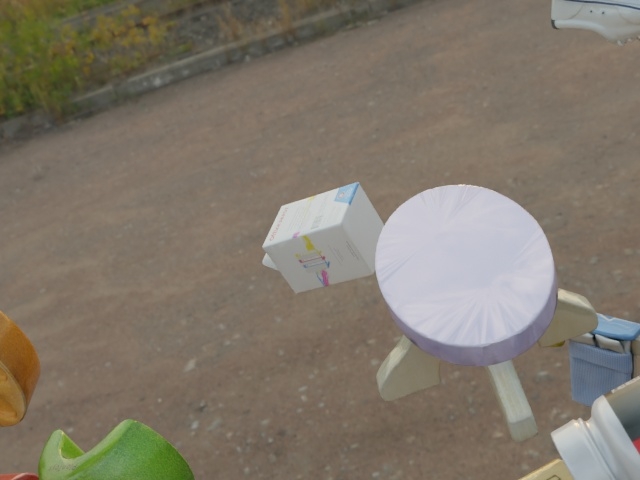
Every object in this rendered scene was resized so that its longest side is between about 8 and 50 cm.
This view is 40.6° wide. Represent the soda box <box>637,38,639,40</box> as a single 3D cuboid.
[{"bbox_3d":[0.532,-0.468,1.596,0.098,0.286,0.091,-58,7,16],"label":"soda box"}]

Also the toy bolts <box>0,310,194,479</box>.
[{"bbox_3d":[-0.230,0.161,0.505,0.228,0.218,0.158,-20,29,39],"label":"toy bolts"}]

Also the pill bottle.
[{"bbox_3d":[0.464,0.250,1.139,0.283,0.161,0.161,-31,21,10],"label":"pill bottle"}]

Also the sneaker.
[{"bbox_3d":[0.482,-0.348,1.327,0.258,0.091,0.094,16,38,22],"label":"sneaker"}]

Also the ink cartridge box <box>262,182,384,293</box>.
[{"bbox_3d":[0.000,0.000,1.149,0.143,0.090,0.092,-16,33,32],"label":"ink cartridge box"}]

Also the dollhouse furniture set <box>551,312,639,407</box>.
[{"bbox_3d":[0.534,0.317,1.580,0.303,0.286,0.198,16,36,40],"label":"dollhouse furniture set"}]

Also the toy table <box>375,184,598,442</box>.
[{"bbox_3d":[0.163,0.076,0.922,0.252,0.161,0.274,-14,35,13],"label":"toy table"}]

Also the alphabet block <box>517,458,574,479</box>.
[{"bbox_3d":[0.418,0.539,1.533,0.197,0.192,0.193,-10,29,-42],"label":"alphabet block"}]
